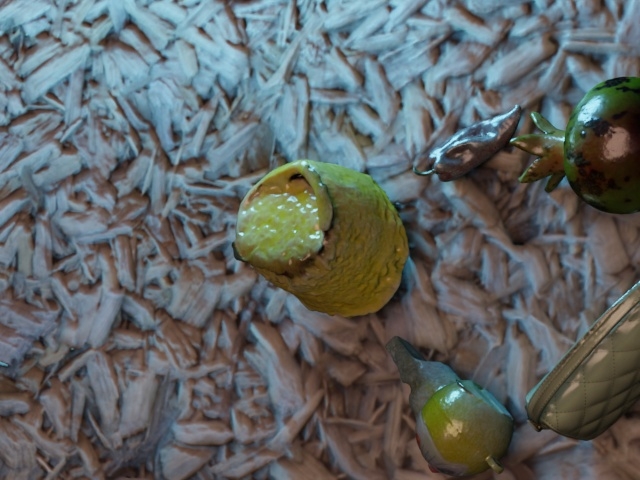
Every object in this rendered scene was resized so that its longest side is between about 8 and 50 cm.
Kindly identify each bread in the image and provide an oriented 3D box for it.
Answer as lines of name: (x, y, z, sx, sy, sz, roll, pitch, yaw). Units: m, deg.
bread: (0.002, -0.003, 1.593, 0.197, 0.170, 0.197, -10, 73, 37)

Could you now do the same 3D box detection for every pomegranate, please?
pomegranate: (0.318, -0.110, 1.460, 0.220, 0.156, 0.156, 5, 86, 29)

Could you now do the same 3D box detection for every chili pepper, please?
chili pepper: (0.187, -0.116, 1.585, 0.153, 0.041, 0.050, -33, 90, 3)

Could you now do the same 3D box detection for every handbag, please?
handbag: (0.326, 0.119, 1.386, 0.256, 0.219, 0.079, -49, 64, 15)

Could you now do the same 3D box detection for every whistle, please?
whistle: (0.144, 0.204, 1.532, 0.123, 0.123, 0.223, -51, 52, 12)
